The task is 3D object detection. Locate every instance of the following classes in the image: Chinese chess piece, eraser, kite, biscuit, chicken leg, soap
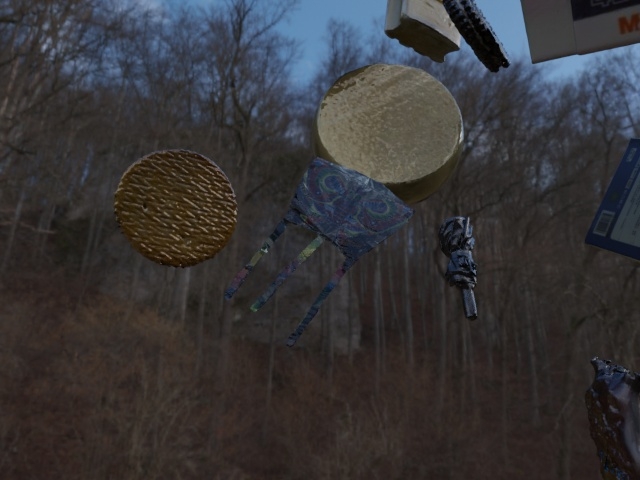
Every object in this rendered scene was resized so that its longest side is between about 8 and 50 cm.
[{"bbox_3d":[0.109,-0.170,1.023,0.250,0.251,0.097,-1,-25,-1],"label":"Chinese chess piece"},{"bbox_3d":[0.410,-0.320,0.806,0.287,0.130,0.086,-3,16,42],"label":"eraser"},{"bbox_3d":[0.000,0.000,0.735,0.152,0.285,0.015,29,-40,10],"label":"kite"},{"bbox_3d":[0.297,-0.405,1.191,0.053,0.195,0.194,-33,-37,23],"label":"biscuit"},{"bbox_3d":[0.399,0.256,0.806,0.063,0.234,0.105,9,-31,-13],"label":"chicken leg"},{"bbox_3d":[-0.294,-0.068,1.285,0.253,0.254,0.035,7,-9,-18],"label":"biscuit"},{"bbox_3d":[0.239,-0.556,1.402,0.173,0.274,0.089,18,-24,-27],"label":"soap"}]

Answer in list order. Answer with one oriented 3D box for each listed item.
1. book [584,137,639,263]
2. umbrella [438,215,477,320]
[{"bbox_3d":[0.793,-0.083,1.402,0.039,0.300,0.428,20,7,-15],"label":"book"},{"bbox_3d":[0.415,0.077,1.819,0.118,0.340,0.118,-3,-34,-2],"label":"umbrella"}]
